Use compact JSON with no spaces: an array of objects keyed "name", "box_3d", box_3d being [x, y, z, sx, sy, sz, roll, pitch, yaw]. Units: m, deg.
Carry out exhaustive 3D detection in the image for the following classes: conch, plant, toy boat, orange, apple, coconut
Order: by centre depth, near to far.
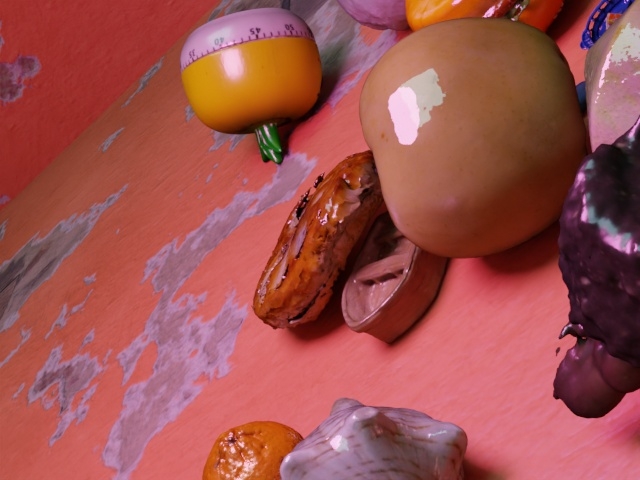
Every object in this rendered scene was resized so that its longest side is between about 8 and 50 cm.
[{"name":"plant","box_3d":[0.284,0.028,0.773,0.204,0.234,0.178,-32,42,-16]},{"name":"coconut","box_3d":[0.340,-0.132,0.908,0.205,0.235,0.236,-15,-4,-43]},{"name":"conch","box_3d":[0.043,0.222,0.939,0.203,0.169,0.386,-18,32,5]},{"name":"apple","box_3d":[0.172,-0.112,1.113,0.262,0.262,0.262,-38,27,23]},{"name":"orange","box_3d":[-0.072,0.264,1.118,0.135,0.117,0.135,-44,18,19]},{"name":"toy boat","box_3d":[0.367,-0.259,1.171,0.175,0.091,0.110,-25,17,50]},{"name":"toy boat","box_3d":[0.092,0.046,1.226,0.116,0.061,0.188,-16,40,48]}]

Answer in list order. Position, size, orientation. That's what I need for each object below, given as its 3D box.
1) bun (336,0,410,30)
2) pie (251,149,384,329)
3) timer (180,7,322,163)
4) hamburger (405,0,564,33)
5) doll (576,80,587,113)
[{"name":"bun","box_3d":[0.182,-0.495,1.699,0.354,0.194,0.354,-39,23,21]},{"name":"pie","box_3d":[-0.001,-0.001,1.354,0.308,0.085,0.308,-60,10,17]},{"name":"timer","box_3d":[-0.116,-0.267,1.863,0.285,0.285,0.285,-38,27,23]},{"name":"hamburger","box_3d":[0.243,-0.349,1.415,0.246,0.170,0.246,-44,29,33]},{"name":"doll","box_3d":[0.298,-0.152,1.214,0.125,0.027,0.037,-49,25,-6]}]
